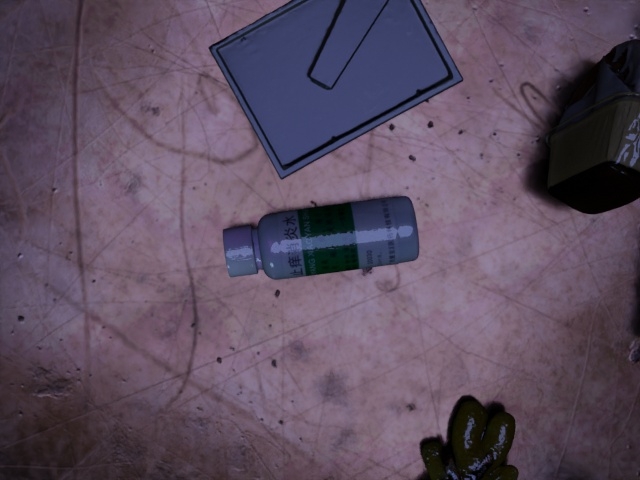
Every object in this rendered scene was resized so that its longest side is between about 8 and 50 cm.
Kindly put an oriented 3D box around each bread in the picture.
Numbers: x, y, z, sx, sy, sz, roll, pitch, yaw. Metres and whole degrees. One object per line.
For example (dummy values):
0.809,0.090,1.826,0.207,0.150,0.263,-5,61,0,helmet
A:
0.395,-0.148,1.162,0.142,0.224,0.211,27,73,-9,bread

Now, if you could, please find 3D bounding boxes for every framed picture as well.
0.021,-0.244,1.243,0.289,0.016,0.213,-29,94,1,framed picture

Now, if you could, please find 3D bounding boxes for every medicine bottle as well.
0.000,0.000,1.223,0.260,0.095,0.095,-8,94,1,medicine bottle

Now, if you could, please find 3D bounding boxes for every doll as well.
0.205,0.331,1.251,0.137,0.097,0.209,14,89,4,doll
